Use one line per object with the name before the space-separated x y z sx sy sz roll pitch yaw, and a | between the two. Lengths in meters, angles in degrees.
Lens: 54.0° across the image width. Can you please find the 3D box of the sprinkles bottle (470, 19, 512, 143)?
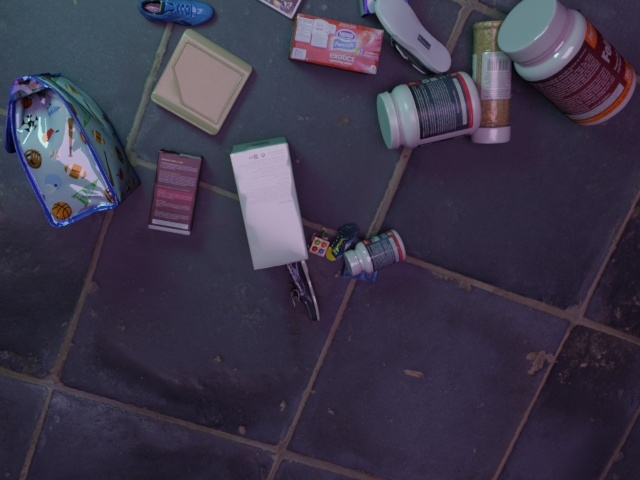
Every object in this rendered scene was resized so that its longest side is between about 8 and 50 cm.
sprinkles bottle | 0.518 -0.475 1.901 0.121 0.121 0.356 -4 105 -5

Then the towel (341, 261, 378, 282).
towel | 0.131 0.097 2.055 0.119 0.029 0.067 10 102 -8

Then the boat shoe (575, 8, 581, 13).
boat shoe | 0.684 -0.655 1.900 0.223 0.080 0.074 -8 96 -5

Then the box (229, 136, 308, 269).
box | -0.151 -0.117 1.874 0.168 0.215 0.346 -11 105 -3

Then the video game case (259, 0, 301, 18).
video game case | -0.126 -0.764 1.809 0.190 0.022 0.173 27 100 -13

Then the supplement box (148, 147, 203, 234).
supplement box | -0.439 -0.148 1.908 0.130 0.073 0.240 10 104 -10

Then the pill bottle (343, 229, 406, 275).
pill bottle | 0.169 0.044 1.994 0.180 0.108 0.108 -21 106 -9

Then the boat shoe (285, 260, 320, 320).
boat shoe | -0.063 0.147 2.012 0.079 0.095 0.255 -18 108 -2

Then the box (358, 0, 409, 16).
box | 0.179 -0.726 1.825 0.137 0.072 0.126 -10 105 -3

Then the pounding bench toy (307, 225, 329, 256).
pounding bench toy | 0.000 0.000 1.997 0.052 0.065 0.083 21 101 -11

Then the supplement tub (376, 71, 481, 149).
supplement tub | 0.320 -0.382 1.867 0.272 0.191 0.191 -13 105 -3

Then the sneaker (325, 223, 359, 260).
sneaker | 0.071 0.008 2.017 0.053 0.059 0.144 39 82 18

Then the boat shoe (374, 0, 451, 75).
boat shoe | 0.251 -0.590 1.834 0.301 0.102 0.108 32 72 -29

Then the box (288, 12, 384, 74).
box | 0.042 -0.566 1.825 0.256 0.123 0.128 8 104 -8

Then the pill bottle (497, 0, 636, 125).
pill bottle | 0.705 -0.518 1.806 0.392 0.224 0.224 27 101 -31

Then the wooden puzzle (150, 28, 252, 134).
wooden puzzle | -0.350 -0.465 1.855 0.220 0.044 0.239 29 95 -12

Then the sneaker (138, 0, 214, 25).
sneaker | -0.408 -0.650 1.778 0.209 0.082 0.069 2 102 -8

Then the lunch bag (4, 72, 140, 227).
lunch bag | -0.692 -0.265 1.722 0.238 0.328 0.386 -20 107 -2
